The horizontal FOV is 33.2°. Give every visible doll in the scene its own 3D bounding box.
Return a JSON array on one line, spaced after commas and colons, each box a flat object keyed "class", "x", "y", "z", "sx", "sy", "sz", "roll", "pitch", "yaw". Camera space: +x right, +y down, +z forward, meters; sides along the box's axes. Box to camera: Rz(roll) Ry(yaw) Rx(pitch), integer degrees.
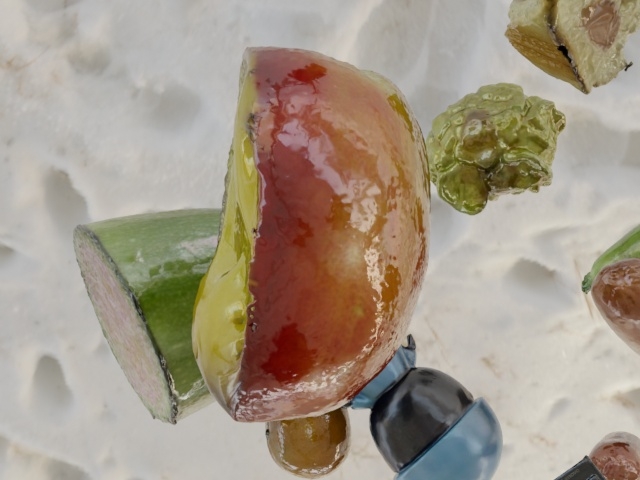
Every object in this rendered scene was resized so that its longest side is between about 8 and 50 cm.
[{"class": "doll", "x": 0.136, "y": 0.247, "z": 1.497, "sx": 0.314, "sy": 0.177, "sz": 0.141, "roll": 47, "pitch": 153, "yaw": 10}]

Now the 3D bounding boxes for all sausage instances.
[{"class": "sausage", "x": 0.497, "y": 0.107, "z": 1.654, "sx": 0.114, "sy": 0.113, "sz": 0.259, "roll": -31, "pitch": 142, "yaw": 18}, {"class": "sausage", "x": 0.406, "y": 0.301, "z": 1.463, "sx": 0.077, "sy": 0.194, "sz": 0.077, "roll": -1, "pitch": 88, "yaw": 21}]

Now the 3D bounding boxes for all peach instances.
[{"class": "peach", "x": 0.000, "y": 0.000, "z": 1.133, "sx": 0.243, "sy": 0.306, "sz": 0.380, "roll": 11, "pitch": 97, "yaw": -13}]

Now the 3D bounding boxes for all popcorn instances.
[{"class": "popcorn", "x": 0.287, "y": -0.149, "z": 1.772, "sx": 0.235, "sy": 0.216, "sz": 0.181, "roll": -6, "pitch": 126, "yaw": 25}]

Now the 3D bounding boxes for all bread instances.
[{"class": "bread", "x": 0.386, "y": -0.312, "z": 1.503, "sx": 0.211, "sy": 0.224, "sz": 0.183, "roll": 41, "pitch": 89, "yaw": -15}]

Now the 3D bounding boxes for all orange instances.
[{"class": "orange", "x": -0.021, "y": 0.269, "z": 1.562, "sx": 0.124, "sy": 0.156, "sz": 0.156, "roll": -14, "pitch": 119, "yaw": -11}]

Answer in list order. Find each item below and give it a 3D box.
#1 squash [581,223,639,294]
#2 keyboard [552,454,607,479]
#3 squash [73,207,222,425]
[{"class": "squash", "x": 0.581, "y": -0.005, "z": 1.708, "sx": 0.371, "sy": 0.118, "sz": 0.118, "roll": -22, "pitch": 117, "yaw": 28}, {"class": "keyboard", "x": 0.209, "y": 0.333, "z": 1.137, "sx": 0.250, "sy": 0.017, "sz": 0.087, "roll": -42, "pitch": 66, "yaw": 14}, {"class": "squash", "x": -0.145, "y": 0.059, "z": 1.509, "sx": 0.309, "sy": 0.310, "sz": 0.310, "roll": -27, "pitch": 120, "yaw": -21}]
